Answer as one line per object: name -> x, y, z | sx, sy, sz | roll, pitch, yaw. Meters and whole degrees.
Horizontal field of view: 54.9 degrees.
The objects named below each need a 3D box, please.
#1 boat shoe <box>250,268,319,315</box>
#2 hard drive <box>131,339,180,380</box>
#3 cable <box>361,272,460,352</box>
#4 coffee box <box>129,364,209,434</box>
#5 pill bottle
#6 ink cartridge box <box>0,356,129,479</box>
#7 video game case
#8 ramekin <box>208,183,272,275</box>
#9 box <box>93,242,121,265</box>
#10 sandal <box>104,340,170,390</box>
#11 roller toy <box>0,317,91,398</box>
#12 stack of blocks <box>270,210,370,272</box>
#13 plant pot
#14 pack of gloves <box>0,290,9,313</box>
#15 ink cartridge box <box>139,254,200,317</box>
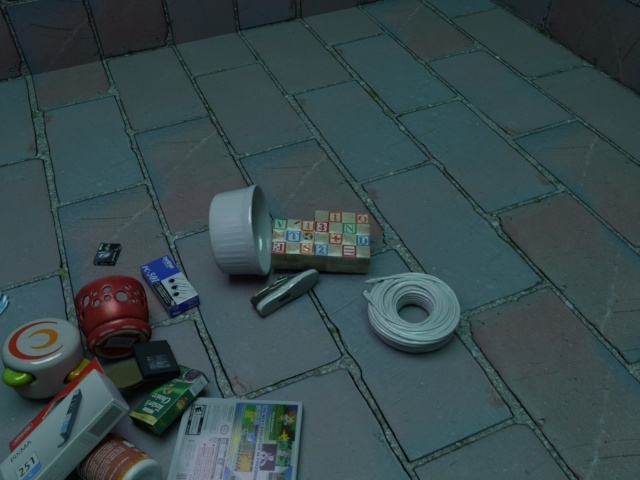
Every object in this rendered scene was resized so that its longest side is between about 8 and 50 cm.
boat shoe -> -0.105, 0.137, 1.818 | 0.219, 0.077, 0.070 | -29, 52, -23
hard drive -> -0.431, 0.310, 1.611 | 0.094, 0.022, 0.135 | -3, 29, -30
cable -> 0.260, 0.201, 1.734 | 0.257, 0.089, 0.257 | -11, 46, -11
coffee box -> -0.381, 0.399, 1.558 | 0.113, 0.040, 0.184 | 4, 39, 44
pill bottle -> -0.476, 0.512, 1.409 | 0.216, 0.121, 0.121 | 20, 48, 31
ink cartridge box -> -0.612, 0.426, 1.435 | 0.296, 0.066, 0.261 | -47, 41, -11
video game case -> -0.202, 0.525, 1.457 | 0.300, 0.036, 0.328 | 1, 44, 4
ramekin -> -0.238, -0.025, 1.858 | 0.135, 0.277, 0.277 | -6, 44, 7
box -> -0.682, 0.044, 1.973 | 0.067, 0.018, 0.083 | 2, 45, 3
sandal -> -0.480, 0.355, 1.618 | 0.088, 0.079, 0.240 | 21, 26, 18
roller toy -> -0.716, 0.310, 1.614 | 0.210, 0.146, 0.191 | -14, 38, -23
stack of blocks -> 0.000, 0.000, 1.897 | 0.298, 0.087, 0.171 | 3, 54, -2
plant pot -> -0.561, 0.218, 1.680 | 0.191, 0.191, 0.174 | -15, 54, -13
pack of gloves -> -1.046, 0.213, 1.795 | 0.195, 0.046, 0.232 | 11, 46, 12
ink cartridge box -> -0.454, 0.135, 1.854 | 0.097, 0.046, 0.207 | -26, 49, -24
